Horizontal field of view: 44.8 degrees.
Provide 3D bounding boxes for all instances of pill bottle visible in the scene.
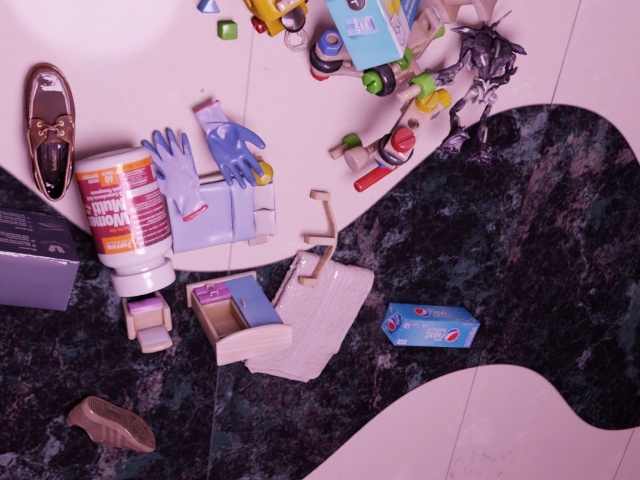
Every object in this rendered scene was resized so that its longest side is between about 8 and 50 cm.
[{"bbox_3d":[-0.305,-0.031,1.235,0.121,0.121,0.221,-16,104,-18],"label":"pill bottle"}]

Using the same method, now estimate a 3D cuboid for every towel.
[{"bbox_3d":[-0.026,0.161,1.574,0.187,0.049,0.282,17,108,-34],"label":"towel"}]

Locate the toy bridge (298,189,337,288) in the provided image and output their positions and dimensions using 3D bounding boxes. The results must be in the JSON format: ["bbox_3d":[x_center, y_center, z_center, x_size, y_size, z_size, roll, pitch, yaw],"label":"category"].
[{"bbox_3d":[0.000,0.000,1.478,0.063,0.026,0.188,2,100,-32],"label":"toy bridge"}]

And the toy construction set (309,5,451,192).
[{"bbox_3d":[0.140,-0.251,1.337,0.237,0.257,0.308,-33,149,-21],"label":"toy construction set"}]

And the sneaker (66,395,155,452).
[{"bbox_3d":[-0.404,0.364,1.502,0.071,0.066,0.188,-35,124,16],"label":"sneaker"}]

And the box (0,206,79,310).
[{"bbox_3d":[-0.471,0.024,1.201,0.156,0.158,0.093,10,112,-30],"label":"box"}]

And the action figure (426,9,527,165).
[{"bbox_3d":[0.276,-0.285,1.420,0.164,0.141,0.275,14,84,-24],"label":"action figure"}]

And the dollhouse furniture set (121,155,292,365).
[{"bbox_3d":[-0.192,0.032,1.322,0.287,0.198,0.303,-12,122,-21],"label":"dollhouse furniture set"}]

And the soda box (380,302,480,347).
[{"bbox_3d":[0.243,0.187,1.710,0.210,0.071,0.067,7,115,-30],"label":"soda box"}]

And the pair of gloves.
[{"bbox_3d":[-0.191,-0.134,1.279,0.198,0.023,0.159,-29,94,0],"label":"pair of gloves"}]

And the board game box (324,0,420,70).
[{"bbox_3d":[0.046,-0.458,1.119,0.079,0.253,0.336,-10,129,26],"label":"board game box"}]

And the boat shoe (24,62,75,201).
[{"bbox_3d":[-0.407,-0.160,1.182,0.073,0.073,0.207,-6,119,-18],"label":"boat shoe"}]

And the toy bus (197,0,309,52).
[{"bbox_3d":[-0.070,-0.385,1.201,0.202,0.104,0.190,4,116,-28],"label":"toy bus"}]

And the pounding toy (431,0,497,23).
[{"bbox_3d":[0.283,-0.478,1.262,0.269,0.155,0.154,-64,143,-32],"label":"pounding toy"}]
